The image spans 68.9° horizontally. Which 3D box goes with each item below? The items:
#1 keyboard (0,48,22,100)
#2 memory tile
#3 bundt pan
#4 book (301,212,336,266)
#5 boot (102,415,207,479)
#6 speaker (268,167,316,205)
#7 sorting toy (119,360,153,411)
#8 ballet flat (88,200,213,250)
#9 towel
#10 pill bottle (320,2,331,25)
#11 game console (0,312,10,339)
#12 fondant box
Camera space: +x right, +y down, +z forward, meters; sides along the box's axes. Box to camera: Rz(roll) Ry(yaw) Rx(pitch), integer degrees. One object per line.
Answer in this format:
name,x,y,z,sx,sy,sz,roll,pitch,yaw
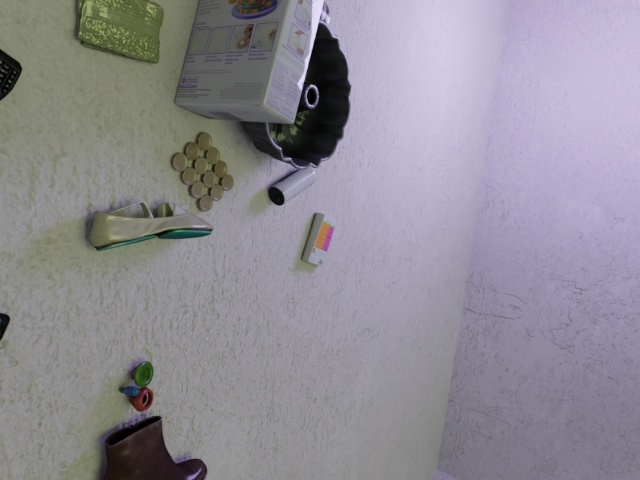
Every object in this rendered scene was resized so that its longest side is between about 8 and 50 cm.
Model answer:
keyboard,-0.485,-0.244,0.588,0.192,0.038,0.100,37,71,-52
memory tile,-0.245,-0.144,0.985,0.113,0.012,0.148,-53,138,-30
bundt pan,-0.066,-0.334,1.075,0.331,0.124,0.330,-24,121,-48
book,0.000,0.000,1.365,0.096,0.035,0.144,25,81,-58
boot,-0.339,0.469,0.991,0.249,0.090,0.206,-7,109,-50
speaker,-0.071,-0.141,1.194,0.136,0.055,0.055,-41,132,-40
sorting toy,-0.371,0.295,0.940,0.061,0.042,0.101,-5,93,-70
ballet flat,-0.310,-0.036,0.879,0.249,0.086,0.086,-11,110,-52
towel,-0.329,-0.361,0.777,0.148,0.027,0.109,-3,105,-54
pill bottle,-0.058,-0.534,1.043,0.169,0.094,0.094,18,86,-56
game console,-0.512,0.153,0.661,0.071,0.107,0.122,-46,144,7
fondant box,-0.126,-0.393,0.868,0.096,0.239,0.329,12,91,-55
